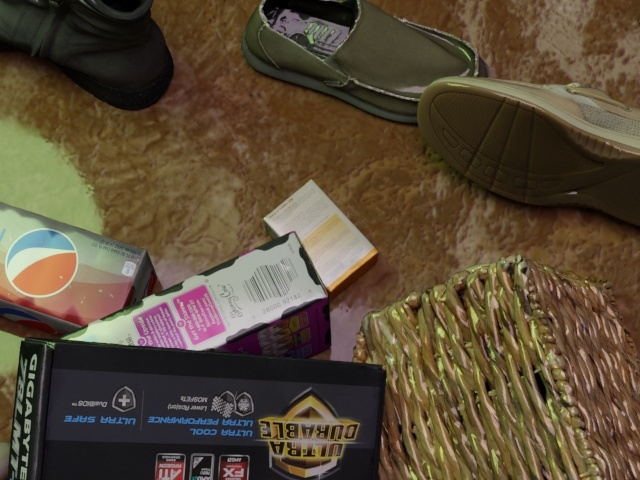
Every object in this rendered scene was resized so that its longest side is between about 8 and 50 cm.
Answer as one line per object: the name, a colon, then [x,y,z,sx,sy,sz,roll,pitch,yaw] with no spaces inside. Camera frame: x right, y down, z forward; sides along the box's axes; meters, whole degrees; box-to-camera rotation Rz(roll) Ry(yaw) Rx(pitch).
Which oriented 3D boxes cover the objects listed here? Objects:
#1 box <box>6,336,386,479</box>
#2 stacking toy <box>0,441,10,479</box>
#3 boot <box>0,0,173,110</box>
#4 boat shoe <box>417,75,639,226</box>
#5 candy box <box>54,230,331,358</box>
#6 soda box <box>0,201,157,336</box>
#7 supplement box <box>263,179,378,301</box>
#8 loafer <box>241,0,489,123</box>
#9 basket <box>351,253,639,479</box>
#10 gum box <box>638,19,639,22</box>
box: [-0.096,0.231,0.954,0.295,0.073,0.294,8,83,-30]
stacking toy: [-0.202,0.326,1.028,0.330,0.141,0.141,43,77,7]
boot: [-0.293,-0.258,1.166,0.338,0.223,0.118,19,73,7]
boat shoe: [0.241,-0.096,1.180,0.302,0.109,0.098,17,40,4]
candy box: [-0.109,0.093,1.082,0.233,0.159,0.071,-25,70,-9]
soda box: [-0.291,0.021,1.147,0.263,0.083,0.092,18,72,7]
supplement box: [0.000,0.000,1.176,0.062,0.036,0.098,-39,76,-11]
loafer: [0.042,-0.183,1.210,0.251,0.087,0.094,11,72,4]
basket: [0.173,0.188,1.084,0.213,0.223,0.299,-26,70,26]
gum box: [0.411,-0.291,1.258,0.107,0.062,0.188,23,73,8]
